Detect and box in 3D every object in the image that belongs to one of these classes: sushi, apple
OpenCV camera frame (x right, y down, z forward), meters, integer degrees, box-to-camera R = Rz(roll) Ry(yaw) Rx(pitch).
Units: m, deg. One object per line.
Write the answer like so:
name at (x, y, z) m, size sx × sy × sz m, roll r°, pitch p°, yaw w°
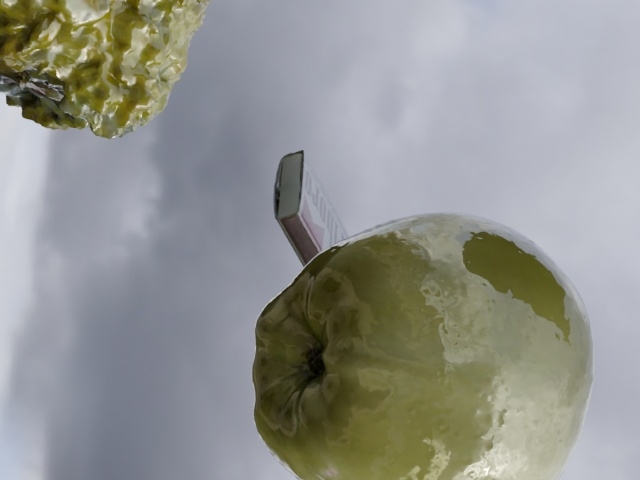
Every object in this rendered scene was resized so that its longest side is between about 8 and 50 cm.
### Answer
sushi at (-0.300, -0.263, 1.632) m, size 0.240 × 0.396 × 0.351 m, roll -65°, pitch -163°, yaw -7°
apple at (0.062, 0.076, 0.974) m, size 0.200 × 0.200 × 0.200 m, roll -176°, pitch -90°, yaw -70°

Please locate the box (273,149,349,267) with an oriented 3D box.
box at (0.000, 0.000, 1.919) m, size 0.115 × 0.036 × 0.177 m, roll -85°, pitch 153°, yaw -50°
